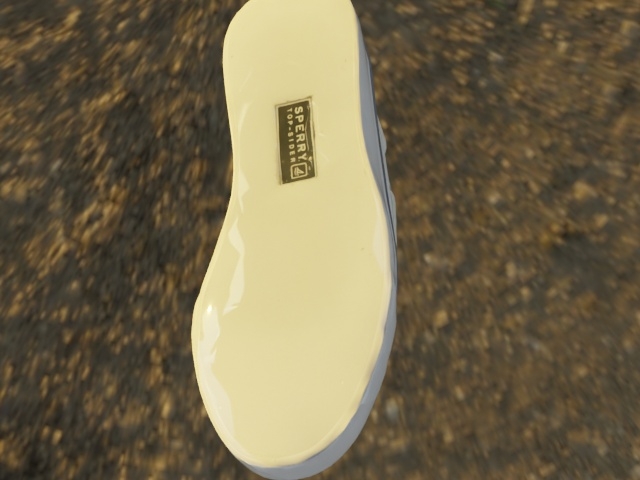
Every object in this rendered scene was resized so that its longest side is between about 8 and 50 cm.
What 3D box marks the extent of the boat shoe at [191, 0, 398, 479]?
[{"bbox_3d":[0.000,0.000,0.868,0.095,0.084,0.258,-4,58,16],"label":"boat shoe"}]
